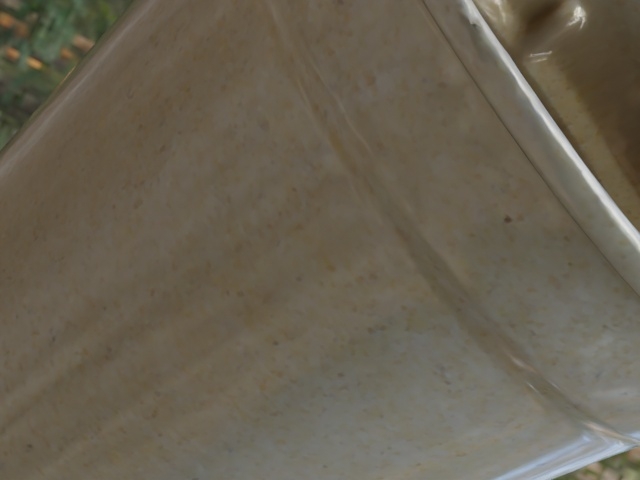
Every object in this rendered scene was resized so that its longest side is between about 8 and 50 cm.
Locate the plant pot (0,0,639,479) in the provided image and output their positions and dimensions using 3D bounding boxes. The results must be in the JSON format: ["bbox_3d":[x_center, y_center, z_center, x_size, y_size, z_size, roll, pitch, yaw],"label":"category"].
[{"bbox_3d":[0.000,0.000,0.639,0.305,0.334,0.334,-34,-156,24],"label":"plant pot"}]
